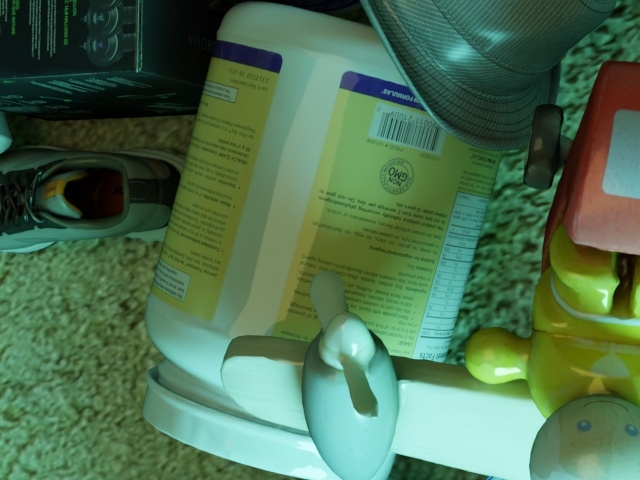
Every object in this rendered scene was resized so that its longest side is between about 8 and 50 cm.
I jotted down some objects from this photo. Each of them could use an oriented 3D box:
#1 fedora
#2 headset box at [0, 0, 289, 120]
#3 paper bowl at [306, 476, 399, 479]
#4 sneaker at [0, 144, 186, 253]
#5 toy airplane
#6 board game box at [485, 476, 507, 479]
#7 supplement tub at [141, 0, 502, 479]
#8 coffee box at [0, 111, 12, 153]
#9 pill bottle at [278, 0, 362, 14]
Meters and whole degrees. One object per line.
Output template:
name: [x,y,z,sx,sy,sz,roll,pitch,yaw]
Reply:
fedora: [0.126,-0.213,1.164,0.124,0.244,0.275,-31,70,37]
headset box: [-0.185,-0.181,1.392,0.283,0.246,0.131,0,87,28]
paper bowl: [0.007,0.332,1.288,0.284,0.148,0.284,6,101,36]
sneaker: [-0.242,-0.043,1.493,0.272,0.108,0.100,-4,87,28]
toy airplane: [0.177,0.124,1.090,0.386,0.272,0.384,-35,102,21]
board game box: [0.166,0.264,1.300,0.211,0.039,0.160,-45,69,17]
supplement tub: [0.000,0.000,1.289,0.241,0.241,0.331,18,95,27]
coffee box: [-0.541,-0.176,1.503,0.338,0.334,0.338,-33,62,22]
pill bottle: [-0.014,-0.260,1.294,0.152,0.272,0.152,-2,86,27]
